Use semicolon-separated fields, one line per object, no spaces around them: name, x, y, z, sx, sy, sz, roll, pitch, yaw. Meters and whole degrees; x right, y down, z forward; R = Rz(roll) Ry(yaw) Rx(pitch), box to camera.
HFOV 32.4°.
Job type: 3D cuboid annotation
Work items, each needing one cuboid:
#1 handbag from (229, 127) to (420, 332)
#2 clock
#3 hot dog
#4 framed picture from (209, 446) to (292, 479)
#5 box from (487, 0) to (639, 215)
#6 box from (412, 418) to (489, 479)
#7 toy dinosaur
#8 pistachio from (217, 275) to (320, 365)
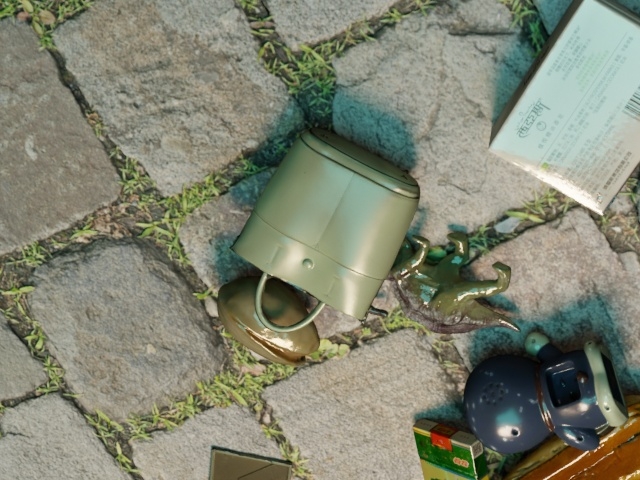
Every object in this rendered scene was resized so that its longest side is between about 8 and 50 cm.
handbag;0.000;0.000;1.692;0.241;0.109;0.315;28;108;3
clock;0.341;0.240;1.719;0.243;0.146;0.199;-18;68;21
hot dog;0.419;0.372;1.791;0.337;0.100;0.135;-41;92;22
framed picture;-0.127;0.431;1.972;0.149;0.011;0.109;10;115;7
box;0.384;-0.198;1.548;0.194;0.111;0.260;31;117;-2
box;0.231;0.420;1.847;0.132;0.034;0.235;12;121;47
toy dinosaur;0.177;0.066;1.725;0.294;0.077;0.162;20;120;18
pistachio;-0.085;0.129;1.773;0.185;0.124;0.124;38;115;0
